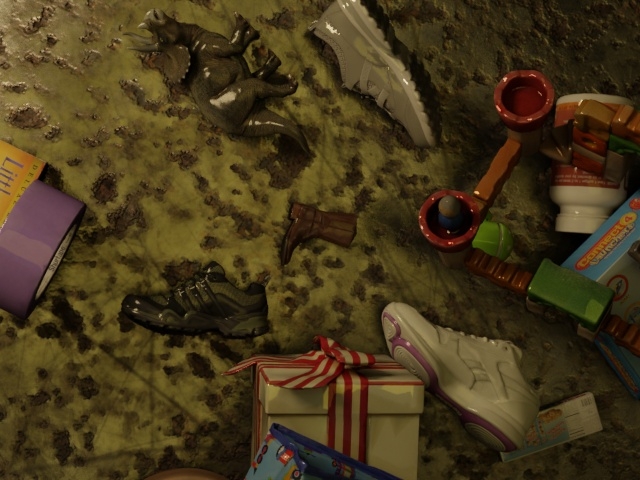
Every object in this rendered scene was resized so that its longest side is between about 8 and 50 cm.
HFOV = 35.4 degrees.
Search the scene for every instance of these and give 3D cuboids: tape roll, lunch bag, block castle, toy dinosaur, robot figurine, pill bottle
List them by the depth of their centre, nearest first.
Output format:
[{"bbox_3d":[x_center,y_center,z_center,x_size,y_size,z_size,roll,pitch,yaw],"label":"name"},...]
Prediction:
[{"bbox_3d":[0.028,0.406,1.322,0.293,0.138,0.221,26,93,-24],"label":"lunch bag"},{"bbox_3d":[0.396,-0.024,1.373,0.453,0.213,0.303,28,78,20],"label":"block castle"},{"bbox_3d":[-0.413,0.013,1.433,0.080,0.189,0.189,26,87,-8],"label":"tape roll"},{"bbox_3d":[-0.136,-0.240,1.525,0.160,0.121,0.313,-39,100,6],"label":"toy dinosaur"},{"bbox_3d":[0.427,-0.118,1.588,0.121,0.121,0.216,5,90,-8],"label":"pill bottle"},{"bbox_3d":[0.254,0.001,1.591,0.115,0.067,0.101,8,77,-9],"label":"robot figurine"}]

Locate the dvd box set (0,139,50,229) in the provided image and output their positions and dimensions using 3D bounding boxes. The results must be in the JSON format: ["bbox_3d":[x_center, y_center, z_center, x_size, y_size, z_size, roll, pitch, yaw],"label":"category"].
[{"bbox_3d":[-0.656,-0.076,1.461,0.420,0.062,0.307,27,87,-7],"label":"dvd box set"}]

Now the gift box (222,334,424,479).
[{"bbox_3d":[-0.002,0.278,1.465,0.276,0.255,0.258,2,92,-15],"label":"gift box"}]

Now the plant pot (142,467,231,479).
[{"bbox_3d":[-0.200,0.485,1.452,0.263,0.229,0.263,0,91,-7],"label":"plant pot"}]

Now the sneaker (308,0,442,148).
[{"bbox_3d":[0.092,-0.258,1.567,0.115,0.105,0.281,-29,100,27],"label":"sneaker"}]

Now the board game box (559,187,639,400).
[{"bbox_3d":[0.556,0.066,1.575,0.308,0.086,0.302,-43,118,-6],"label":"board game box"}]

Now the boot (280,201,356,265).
[{"bbox_3d":[0.000,0.000,1.573,0.114,0.037,0.106,14,91,-13],"label":"boot"}]

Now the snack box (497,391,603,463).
[{"bbox_3d":[0.369,0.305,1.635,0.178,0.022,0.064,-17,94,-8],"label":"snack box"}]

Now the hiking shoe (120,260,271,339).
[{"bbox_3d":[-0.188,0.088,1.531,0.227,0.086,0.114,7,76,-14],"label":"hiking shoe"}]

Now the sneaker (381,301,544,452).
[{"bbox_3d":[0.225,0.192,1.586,0.305,0.114,0.152,44,66,-7],"label":"sneaker"}]
